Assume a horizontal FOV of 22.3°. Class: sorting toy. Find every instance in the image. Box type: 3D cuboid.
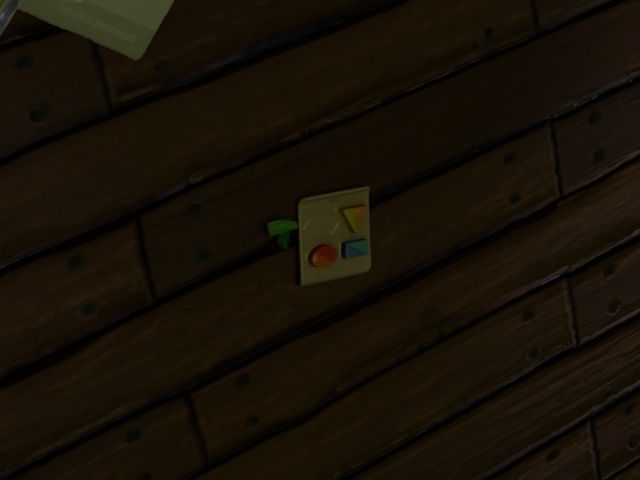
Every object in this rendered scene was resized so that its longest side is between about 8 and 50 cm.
[{"bbox_3d":[0.000,0.000,1.050,0.083,0.012,0.062,-12,111,-34],"label":"sorting toy"}]

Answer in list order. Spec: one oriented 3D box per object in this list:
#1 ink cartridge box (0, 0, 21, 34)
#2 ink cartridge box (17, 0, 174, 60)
[{"bbox_3d":[-0.233,-0.158,0.696,0.158,0.218,0.092,30,85,-38],"label":"ink cartridge box"},{"bbox_3d":[-0.120,-0.231,0.880,0.181,0.056,0.224,21,110,-39],"label":"ink cartridge box"}]
